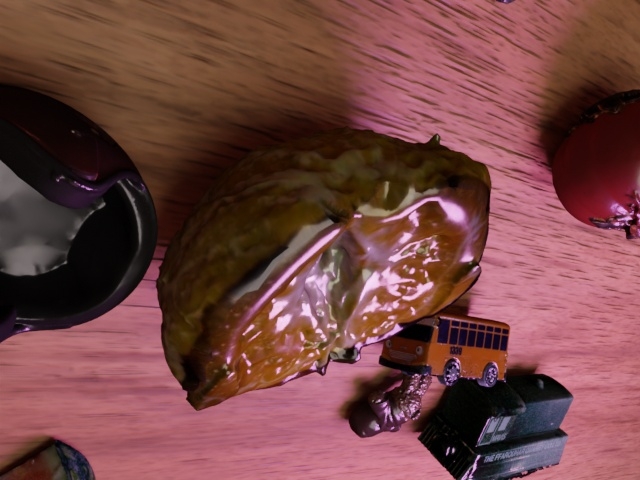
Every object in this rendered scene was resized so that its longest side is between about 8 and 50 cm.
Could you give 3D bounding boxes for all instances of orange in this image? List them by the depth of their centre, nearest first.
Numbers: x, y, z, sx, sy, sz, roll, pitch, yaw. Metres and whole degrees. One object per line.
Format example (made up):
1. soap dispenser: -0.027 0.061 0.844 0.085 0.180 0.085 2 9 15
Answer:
1. orange: 0.000 0.000 0.635 0.369 0.210 0.271 -18 149 -21

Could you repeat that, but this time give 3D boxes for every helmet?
1. helmet: -0.238 -0.020 0.483 0.216 0.193 0.189 32 101 -38

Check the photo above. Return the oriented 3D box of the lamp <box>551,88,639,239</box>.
1. lamp: 0.443 -0.099 0.861 0.227 0.227 0.227 -17 127 -23

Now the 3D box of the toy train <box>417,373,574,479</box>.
1. toy train: 0.344 0.337 1.139 0.330 0.138 0.178 4 112 -36

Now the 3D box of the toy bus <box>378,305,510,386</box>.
1. toy bus: 0.192 0.156 0.930 0.201 0.098 0.114 14 82 -38

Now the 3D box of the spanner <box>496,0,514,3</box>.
1. spanner: 0.309 -0.346 0.746 0.254 0.015 0.054 -25 128 -17

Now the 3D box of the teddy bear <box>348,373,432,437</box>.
1. teddy bear: 0.122 0.263 0.983 0.160 0.078 0.119 -40 136 -6

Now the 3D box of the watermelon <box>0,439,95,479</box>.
1. watermelon: -0.345 0.340 0.709 0.202 0.136 0.207 -2 105 -39
